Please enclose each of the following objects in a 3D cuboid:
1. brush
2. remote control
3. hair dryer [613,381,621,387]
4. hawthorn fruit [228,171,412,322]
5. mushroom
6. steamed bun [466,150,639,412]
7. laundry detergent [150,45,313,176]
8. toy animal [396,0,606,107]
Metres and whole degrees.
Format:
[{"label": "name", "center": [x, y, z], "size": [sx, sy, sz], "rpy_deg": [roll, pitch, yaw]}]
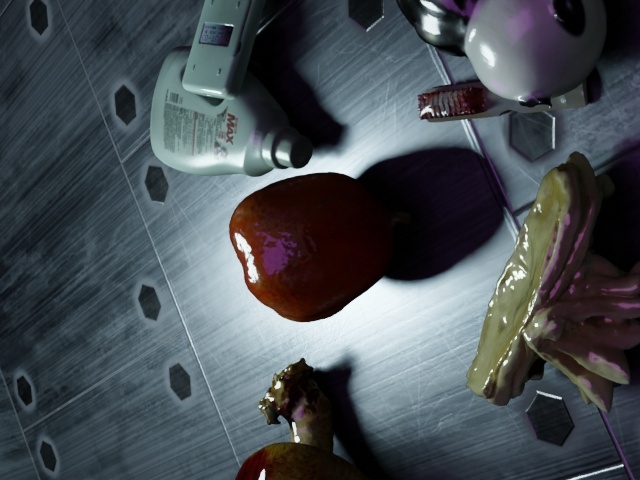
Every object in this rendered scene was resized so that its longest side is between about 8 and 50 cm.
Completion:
[{"label": "brush", "center": [0.282, -0.230, 1.723], "size": [0.321, 0.050, 0.060], "rpy_deg": [0, 96, 46]}, {"label": "remote control", "center": [-0.179, -0.424, 2.084], "size": [0.140, 0.056, 0.296], "rpy_deg": [14, 87, 37]}, {"label": "hair dryer", "center": [0.424, 0.199, 1.699], "size": [0.114, 0.037, 0.063], "rpy_deg": [-7, 94, 55]}, {"label": "hawthorn fruit", "center": [-0.014, 0.009, 1.929], "size": [0.311, 0.295, 0.295], "rpy_deg": [-9, 94, 49]}, {"label": "mushroom", "center": [-0.020, 0.482, 2.137], "size": [0.334, 0.356, 0.331], "rpy_deg": [30, 128, -7]}, {"label": "steamed bun", "center": [0.379, 0.104, 1.615], "size": [0.189, 0.247, 0.428], "rpy_deg": [15, 113, -4]}, {"label": "laundry detergent", "center": [-0.175, -0.238, 2.151], "size": [0.397, 0.124, 0.264], "rpy_deg": [21, 109, 41]}, {"label": "toy animal", "center": [0.274, -0.338, 1.575], "size": [0.310, 0.251, 0.251], "rpy_deg": [46, 131, 37]}]
